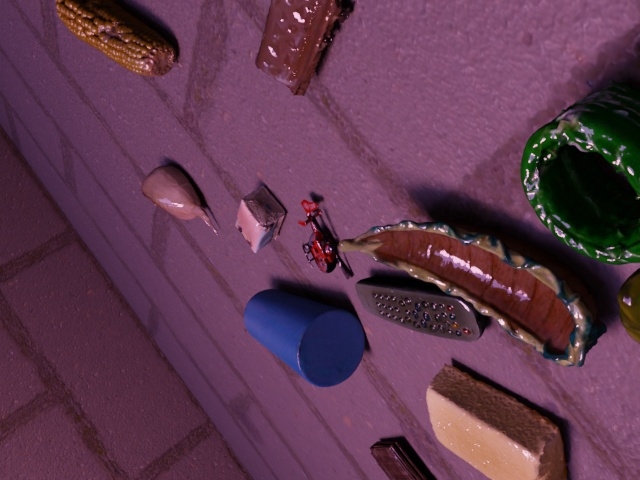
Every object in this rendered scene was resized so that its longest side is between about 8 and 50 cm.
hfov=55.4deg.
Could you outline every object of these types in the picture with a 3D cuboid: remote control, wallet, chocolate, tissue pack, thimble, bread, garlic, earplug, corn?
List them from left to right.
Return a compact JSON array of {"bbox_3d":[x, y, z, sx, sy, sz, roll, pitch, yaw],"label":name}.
[{"bbox_3d":[-0.368,-0.372,1.075,0.320,0.097,0.097,37,147,29],"label":"corn"},{"bbox_3d":[-0.304,-0.089,1.305,0.198,0.090,0.128,24,154,36],"label":"garlic"},{"bbox_3d":[-0.105,-0.036,1.047,0.074,0.059,0.094,51,152,14],"label":"tissue pack"},{"bbox_3d":[-0.051,0.158,1.110,0.273,0.132,0.132,15,132,57],"label":"earplug"},{"bbox_3d":[-0.011,-0.281,0.627,0.102,0.065,0.329,50,150,13],"label":"chocolate"},{"bbox_3d":[0.128,0.087,0.826,0.222,0.042,0.072,8,127,54],"label":"remote control"},{"bbox_3d":[0.189,0.478,1.151,0.230,0.042,0.124,53,156,7],"label":"wallet"},{"bbox_3d":[0.232,0.258,0.817,0.188,0.068,0.125,25,140,46],"label":"bread"},{"bbox_3d":[0.225,-0.052,0.469,0.130,0.090,0.118,62,154,-10],"label":"thimble"}]

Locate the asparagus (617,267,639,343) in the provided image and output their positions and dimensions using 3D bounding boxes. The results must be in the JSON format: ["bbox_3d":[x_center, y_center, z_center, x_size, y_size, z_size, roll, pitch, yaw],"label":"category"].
[{"bbox_3d":[0.254,0.042,0.397,0.085,0.082,0.343,46,-172,11],"label":"asparagus"}]

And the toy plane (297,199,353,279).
[{"bbox_3d":[0.000,0.000,0.944,0.060,0.037,0.145,8,128,50],"label":"toy plane"}]

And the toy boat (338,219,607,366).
[{"bbox_3d":[0.162,0.033,0.660,0.293,0.099,0.108,26,141,32],"label":"toy boat"}]
